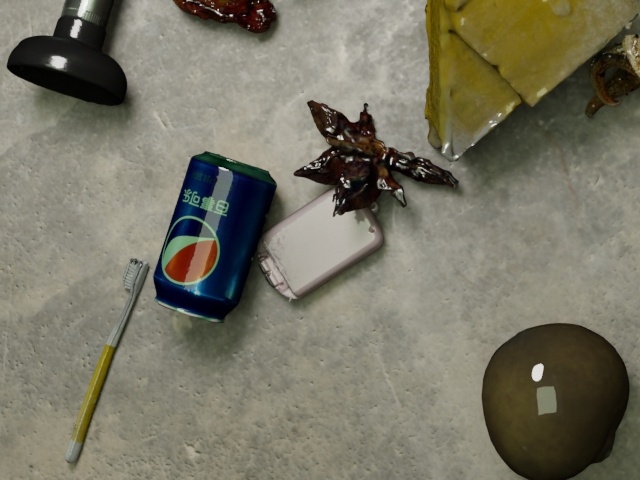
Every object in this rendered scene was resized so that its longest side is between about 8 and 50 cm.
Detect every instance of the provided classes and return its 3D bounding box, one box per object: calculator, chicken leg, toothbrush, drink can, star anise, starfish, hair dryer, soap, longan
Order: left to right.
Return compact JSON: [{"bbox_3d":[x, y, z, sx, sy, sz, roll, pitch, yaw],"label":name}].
[{"bbox_3d":[-0.288,0.159,1.709,0.024,0.021,0.288,21,93,25],"label":"toothbrush"},{"bbox_3d":[-0.240,-0.325,1.613,0.284,0.155,0.320,21,91,51],"label":"hair dryer"},{"bbox_3d":[-0.149,-0.328,1.683,0.205,0.053,0.093,24,70,7],"label":"chicken leg"},{"bbox_3d":[-0.136,-0.004,1.630,0.118,0.118,0.205,18,93,14],"label":"drink can"},{"bbox_3d":[0.000,0.000,1.637,0.175,0.032,0.100,-33,80,10],"label":"calculator"},{"bbox_3d":[0.046,-0.091,1.602,0.212,0.053,0.157,43,69,14],"label":"star anise"},{"bbox_3d":[0.146,-0.304,1.487,0.304,0.169,0.339,-40,107,15],"label":"soap"},{"bbox_3d":[0.270,0.186,1.497,0.189,0.189,0.189,-1,87,14],"label":"longan"},{"bbox_3d":[0.381,-0.177,1.495,0.146,0.190,0.074,25,75,-12],"label":"starfish"}]
